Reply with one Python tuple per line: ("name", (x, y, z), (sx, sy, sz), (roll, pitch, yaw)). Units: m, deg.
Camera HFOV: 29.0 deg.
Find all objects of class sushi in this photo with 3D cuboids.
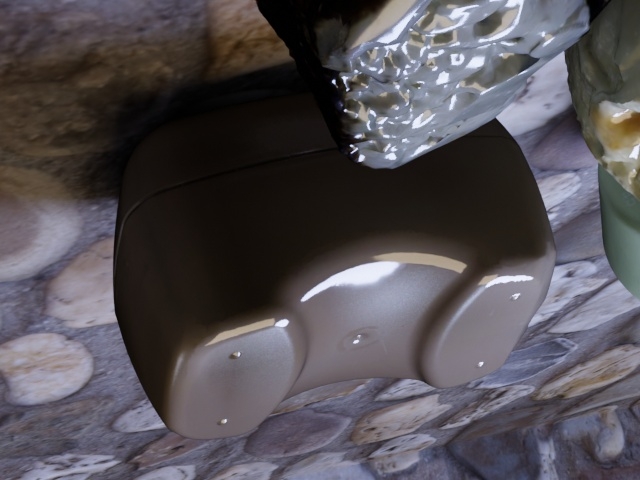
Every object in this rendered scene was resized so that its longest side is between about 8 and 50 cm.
("sushi", (0.070, -0.190, 0.835), (0.234, 0.207, 0.348), (-27, 165, -7))

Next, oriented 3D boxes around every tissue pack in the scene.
("tissue pack", (0.000, 0.000, 1.152), (0.387, 0.276, 0.267), (-12, 151, -17))

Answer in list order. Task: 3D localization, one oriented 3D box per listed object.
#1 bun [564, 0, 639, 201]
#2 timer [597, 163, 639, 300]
("bun", (0.314, -0.122, 0.930), (0.227, 0.352, 0.349), (-32, 137, -7))
("timer", (0.395, -0.114, 1.239), (0.291, 0.290, 0.315), (-22, 135, 11))
